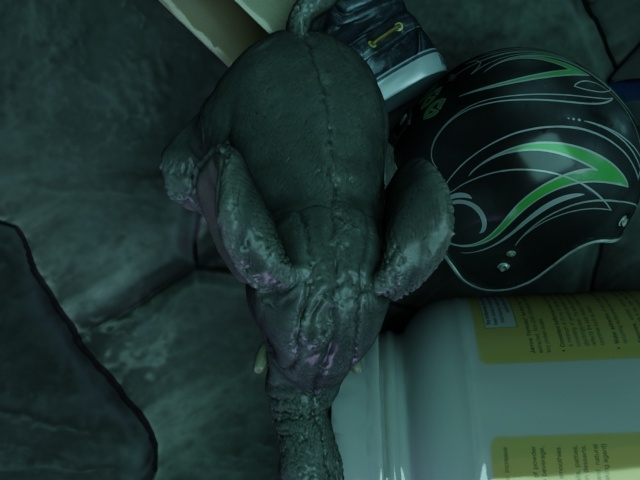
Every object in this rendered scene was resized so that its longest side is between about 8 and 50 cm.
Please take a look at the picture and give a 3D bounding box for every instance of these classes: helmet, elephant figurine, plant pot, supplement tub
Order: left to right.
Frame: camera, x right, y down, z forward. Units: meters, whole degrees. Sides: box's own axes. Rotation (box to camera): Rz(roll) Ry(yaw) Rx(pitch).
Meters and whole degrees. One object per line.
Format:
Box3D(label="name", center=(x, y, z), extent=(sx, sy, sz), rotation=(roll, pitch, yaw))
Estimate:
Box3D(label="plant pot", center=(-0.051, -0.194, 0.581), extent=(0.109, 0.109, 0.096), rotation=(42, 76, -16))
Box3D(label="elephant figurine", center=(0.000, 0.000, 0.488), extent=(0.169, 0.239, 0.186), rotation=(-28, 133, 13))
Box3D(label="helmet", center=(0.149, -0.058, 0.612), extent=(0.161, 0.169, 0.169), rotation=(-31, 106, 15))
Box3D(label="supplement tub", center=(0.181, 0.155, 0.590), extent=(0.331, 0.241, 0.241), rotation=(-3, 100, 6))

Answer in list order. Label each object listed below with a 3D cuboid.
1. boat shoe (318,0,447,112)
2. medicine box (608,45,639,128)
Box3D(label="boat shoe", center=(-0.003, -0.116, 0.629), extent=(0.183, 0.065, 0.083), rotation=(-30, 83, 1))
Box3D(label="medicine box", center=(0.441, -0.121, 0.682), extent=(0.289, 0.149, 0.263), rotation=(44, 87, -15))
